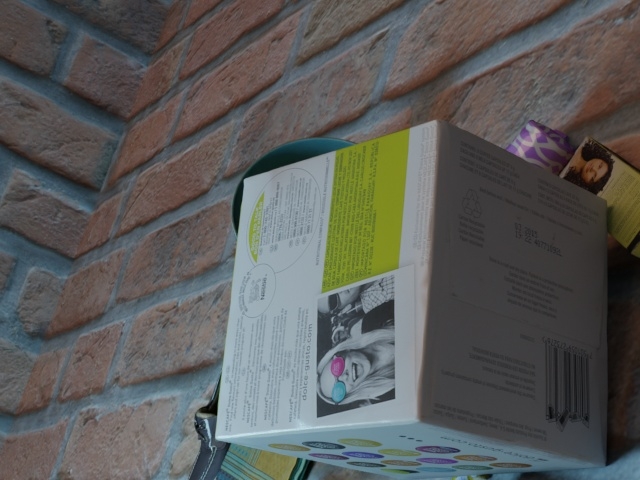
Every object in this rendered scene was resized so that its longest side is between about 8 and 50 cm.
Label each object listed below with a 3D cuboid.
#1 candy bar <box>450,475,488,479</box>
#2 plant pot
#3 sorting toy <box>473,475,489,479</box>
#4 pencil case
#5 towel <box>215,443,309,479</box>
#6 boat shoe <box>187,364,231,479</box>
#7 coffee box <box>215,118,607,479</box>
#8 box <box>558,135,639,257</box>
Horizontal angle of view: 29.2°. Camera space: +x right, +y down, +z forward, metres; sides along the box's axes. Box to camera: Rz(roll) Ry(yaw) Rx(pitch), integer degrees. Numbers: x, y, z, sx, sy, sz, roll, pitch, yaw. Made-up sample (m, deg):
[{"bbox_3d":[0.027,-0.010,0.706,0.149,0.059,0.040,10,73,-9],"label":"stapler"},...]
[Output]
[{"bbox_3d":[0.168,0.347,1.640,0.161,0.018,0.040,-50,31,26],"label":"candy bar"},{"bbox_3d":[0.000,0.000,2.069,0.195,0.290,0.290,90,-171,-57],"label":"plant pot"},{"bbox_3d":[0.216,0.396,1.466,0.348,0.047,0.196,4,75,66],"label":"sorting toy"},{"bbox_3d":[0.281,-0.079,1.773,0.206,0.086,0.088,-53,-8,16],"label":"pencil case"},{"bbox_3d":[-0.061,0.308,2.109,0.271,0.040,0.370,15,80,65],"label":"towel"},{"bbox_3d":[-0.188,0.334,2.260,0.285,0.092,0.103,-64,24,-3],"label":"boat shoe"},{"bbox_3d":[0.116,0.094,1.483,0.334,0.338,0.338,-14,64,44],"label":"coffee box"},{"bbox_3d":[0.386,-0.052,1.569,0.087,0.058,0.232,-58,25,12],"label":"box"}]
